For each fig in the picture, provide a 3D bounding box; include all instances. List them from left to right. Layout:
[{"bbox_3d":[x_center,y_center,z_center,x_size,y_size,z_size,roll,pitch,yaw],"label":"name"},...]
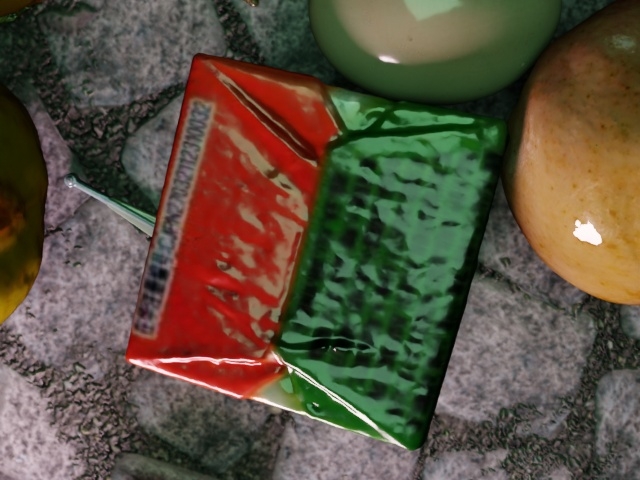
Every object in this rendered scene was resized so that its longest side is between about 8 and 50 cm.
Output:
[{"bbox_3d":[-0.470,-0.041,1.232,0.343,0.343,0.343,0,97,2],"label":"fig"}]

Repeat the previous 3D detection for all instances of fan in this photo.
[{"bbox_3d":[-0.219,-0.028,1.367,0.193,0.016,0.038,29,99,-2],"label":"fan"}]

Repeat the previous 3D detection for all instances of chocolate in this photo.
[{"bbox_3d":[0.000,0.000,1.256,0.341,0.161,0.360,16,101,7],"label":"chocolate"}]

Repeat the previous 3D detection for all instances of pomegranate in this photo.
[{"bbox_3d":[0.337,-0.109,1.201,0.338,0.338,0.338,0,97,2],"label":"pomegranate"}]

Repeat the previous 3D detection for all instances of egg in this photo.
[{"bbox_3d":[0.123,-0.253,1.230,0.269,0.219,0.219,-2,97,-11],"label":"egg"}]

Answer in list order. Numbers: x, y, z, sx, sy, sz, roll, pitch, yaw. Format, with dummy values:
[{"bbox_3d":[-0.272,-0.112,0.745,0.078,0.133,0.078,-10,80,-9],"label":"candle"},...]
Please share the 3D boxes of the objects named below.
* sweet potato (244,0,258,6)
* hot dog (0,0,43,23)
[{"bbox_3d":[-0.109,-0.337,1.319,0.041,0.038,0.153,-34,93,-18],"label":"sweet potato"},{"bbox_3d":[-0.452,-0.273,1.292,0.337,0.135,0.100,-6,118,3],"label":"hot dog"}]
